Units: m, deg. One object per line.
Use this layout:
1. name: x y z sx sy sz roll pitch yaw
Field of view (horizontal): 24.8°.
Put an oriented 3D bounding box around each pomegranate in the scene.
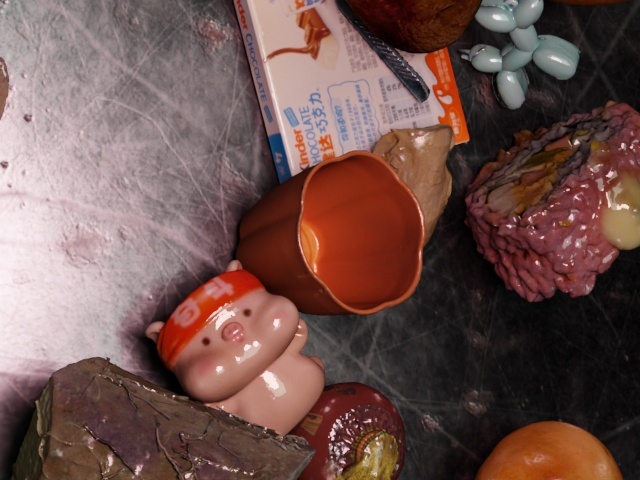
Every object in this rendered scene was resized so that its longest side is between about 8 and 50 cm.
1. pomegranate: 0.283 0.335 1.805 0.209 0.209 0.209 2 85 -27

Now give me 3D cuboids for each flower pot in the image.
1. flower pot: 0.000 0.000 1.690 0.191 0.173 0.190 6 80 -36

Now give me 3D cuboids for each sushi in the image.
1. sushi: 0.322 -0.042 1.841 0.270 0.236 0.171 -40 112 -28

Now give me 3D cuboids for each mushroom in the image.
1. mushroom: 0.124 -0.331 1.744 0.231 0.138 0.194 -12 77 -46

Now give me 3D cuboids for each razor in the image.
1. razor: 0.073 -0.246 1.786 0.190 0.033 0.066 51 36 -19

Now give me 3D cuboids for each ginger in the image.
1. ginger: 0.107 -0.045 1.795 0.137 0.074 0.213 1 109 -36

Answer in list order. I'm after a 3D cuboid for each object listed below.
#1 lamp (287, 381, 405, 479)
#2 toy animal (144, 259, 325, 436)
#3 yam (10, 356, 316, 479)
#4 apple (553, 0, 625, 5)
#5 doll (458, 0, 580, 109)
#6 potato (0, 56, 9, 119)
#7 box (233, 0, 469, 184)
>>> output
1. lamp: 0.036 0.246 1.719 0.156 0.135 0.157 -32 98 -26
2. toy animal: -0.089 0.130 1.653 0.171 0.171 0.197 -46 112 -23
3. yam: -0.180 0.248 1.531 0.271 0.201 0.202 30 109 8
4. apple: 0.335 -0.466 1.825 0.340 0.339 0.339 2 85 -27
5. doll: 0.252 -0.256 1.863 0.158 0.159 0.059 37 48 -16
6. potato: -0.453 -0.103 1.538 0.261 0.100 0.120 -42 144 -38
7. box: 0.038 -0.224 1.808 0.265 0.048 0.273 -15 94 -28
